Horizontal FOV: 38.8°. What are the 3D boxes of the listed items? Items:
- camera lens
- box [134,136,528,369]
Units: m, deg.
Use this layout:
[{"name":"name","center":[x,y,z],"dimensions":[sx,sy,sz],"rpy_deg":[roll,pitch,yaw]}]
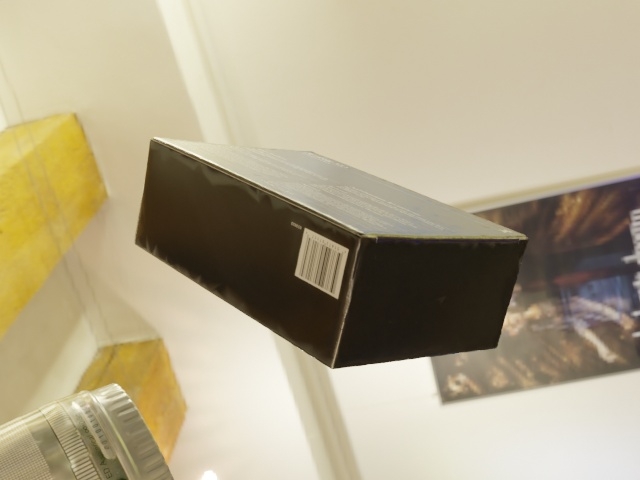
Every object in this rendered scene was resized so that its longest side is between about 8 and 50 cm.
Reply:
[{"name":"camera lens","center":[-0.301,0.298,0.952],"dimensions":[0.219,0.274,0.219],"rpy_deg":[47,152,36]},{"name":"box","center":[0.000,0.000,0.728],"dimensions":[0.184,0.261,0.103],"rpy_deg":[-3,-70,-42]}]
